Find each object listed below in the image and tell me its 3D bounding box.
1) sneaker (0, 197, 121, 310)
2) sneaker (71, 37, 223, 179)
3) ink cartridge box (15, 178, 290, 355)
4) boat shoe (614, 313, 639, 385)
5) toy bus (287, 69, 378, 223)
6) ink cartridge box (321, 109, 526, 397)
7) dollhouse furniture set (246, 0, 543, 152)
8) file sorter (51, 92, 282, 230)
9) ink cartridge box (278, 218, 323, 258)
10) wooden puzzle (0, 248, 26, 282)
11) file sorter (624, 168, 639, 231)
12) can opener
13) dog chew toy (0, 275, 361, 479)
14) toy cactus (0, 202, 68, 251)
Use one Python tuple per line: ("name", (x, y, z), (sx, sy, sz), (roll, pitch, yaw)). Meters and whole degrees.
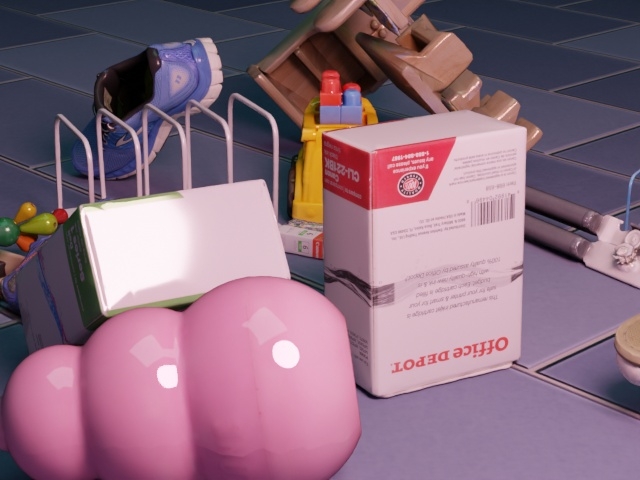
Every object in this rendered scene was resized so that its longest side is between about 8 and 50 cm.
("sneaker", (-0.314, 0.013, 1.770), (0.087, 0.083, 0.221), (5, 33, 33))
("sneaker", (-0.288, -0.199, 2.109), (0.147, 0.129, 0.330), (2, -29, -40))
("ink cartridge box", (-0.185, 0.040, 1.504), (0.201, 0.117, 0.278), (-10, -11, -27))
("boat shoe", (0.442, 0.125, 1.498), (0.302, 0.103, 0.113), (-5, 34, -17))
("toy bus", (0.026, -0.143, 2.058), (0.149, 0.211, 0.220), (-1, 19, 1))
("ink cartridge box", (0.112, 0.011, 1.560), (0.197, 0.272, 0.114), (-11, 19, -27))
("dollhouse furniture set", (0.075, -0.246, 2.210), (0.256, 0.362, 0.394), (-44, 27, 3))
("file sorter", (-0.213, -0.090, 1.964), (0.278, 0.173, 0.193), (-9, 22, -23))
("ink cartridge box", (0.000, 0.000, 1.927), (0.115, 0.029, 0.063), (10, 22, 26))
("wooden puzzle", (-0.502, 0.043, 1.781), (0.221, 0.044, 0.239), (14, 25, 32))
("file sorter", (0.506, -0.038, 1.935), (0.170, 0.104, 0.118), (12, 23, 29))
("can opener", (0.356, -0.002, 1.911), (0.093, 0.074, 0.280), (29, -2, -44))
("dog chew toy", (-0.133, 0.146, 1.311), (0.332, 0.206, 0.206), (-8, 21, 0))
("toy cactus", (-0.441, -0.021, 1.801), (0.219, 0.112, 0.180), (14, 26, 2))
